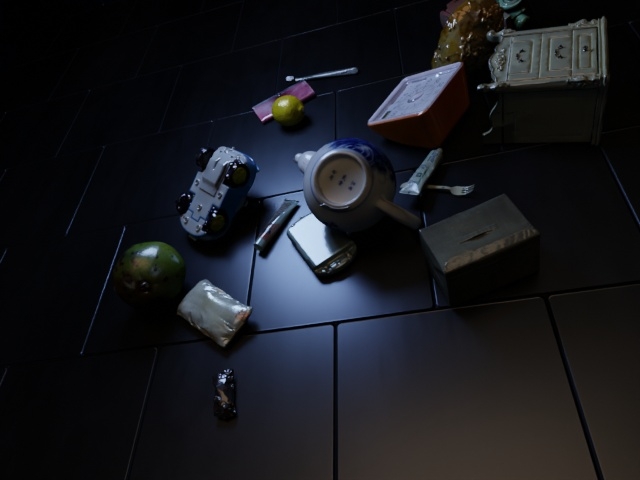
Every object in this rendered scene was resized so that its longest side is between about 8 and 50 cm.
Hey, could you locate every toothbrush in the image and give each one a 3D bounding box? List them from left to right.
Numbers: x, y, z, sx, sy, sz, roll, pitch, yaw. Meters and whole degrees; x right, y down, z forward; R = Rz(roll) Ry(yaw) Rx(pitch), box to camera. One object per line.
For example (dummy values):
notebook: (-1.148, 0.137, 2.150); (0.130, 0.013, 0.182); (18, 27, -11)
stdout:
toothbrush: (0.004, -0.641, 2.029); (0.297, 0.030, 0.030); (-3, 77, 17)

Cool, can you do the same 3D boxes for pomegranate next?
pomegranate: (-0.488, 0.089, 1.511); (0.202, 0.202, 0.248); (-23, 17, 1)

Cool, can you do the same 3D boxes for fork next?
fork: (0.331, -0.148, 1.494); (0.219, 0.028, 0.034); (5, 61, 29)

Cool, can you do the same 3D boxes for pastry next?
pastry: (0.480, -0.631, 1.683); (0.162, 0.311, 0.255); (40, 79, 9)

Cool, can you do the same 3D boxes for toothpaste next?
toothpaste: (-0.135, -0.053, 1.581); (0.056, 0.036, 0.205); (11, 53, 31)
toothpaste: (0.304, -0.201, 1.519); (0.064, 0.041, 0.218); (13, 50, 36)

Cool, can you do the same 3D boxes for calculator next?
calculator: (0.000, 0.000, 1.475); (0.141, 0.045, 0.246); (-33, 48, -8)

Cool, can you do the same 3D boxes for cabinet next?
cabinet: (0.631, -0.449, 1.492); (0.317, 0.228, 0.290); (4, 54, 23)

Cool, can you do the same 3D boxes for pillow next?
pillow: (-0.290, 0.192, 1.420); (0.229, 0.051, 0.128); (24, 71, 36)

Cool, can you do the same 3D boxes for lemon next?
lemon: (-0.114, -0.464, 1.869); (0.133, 0.109, 0.109); (5, 53, 33)

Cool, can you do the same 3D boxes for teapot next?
teapot: (0.088, -0.146, 1.438); (0.423, 0.280, 0.253); (31, 96, 15)

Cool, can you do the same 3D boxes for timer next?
timer: (0.307, -0.424, 1.647); (0.249, 0.161, 0.257); (17, 59, 40)

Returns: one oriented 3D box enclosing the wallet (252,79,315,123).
wallet: (-0.140, -0.529, 1.991); (0.232, 0.025, 0.119); (-30, 48, -4)

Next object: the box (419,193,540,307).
box: (0.374, 0.023, 1.240); (0.231, 0.155, 0.149); (-24, 47, 2)

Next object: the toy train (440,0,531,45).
toy train: (0.593, -0.796, 1.869); (0.221, 0.150, 0.304); (-37, 49, 3)

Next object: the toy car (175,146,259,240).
toy car: (-0.317, -0.141, 1.646); (0.198, 0.166, 0.315); (27, 94, 38)

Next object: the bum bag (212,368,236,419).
bum bag: (-0.232, 0.369, 1.259); (0.057, 0.034, 0.125); (-10, 49, 1)
